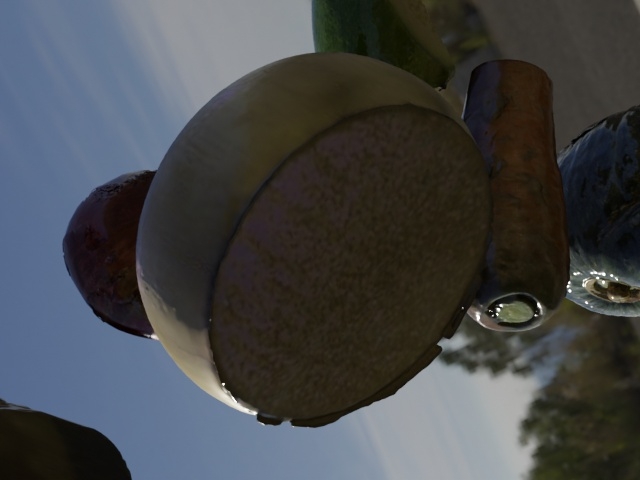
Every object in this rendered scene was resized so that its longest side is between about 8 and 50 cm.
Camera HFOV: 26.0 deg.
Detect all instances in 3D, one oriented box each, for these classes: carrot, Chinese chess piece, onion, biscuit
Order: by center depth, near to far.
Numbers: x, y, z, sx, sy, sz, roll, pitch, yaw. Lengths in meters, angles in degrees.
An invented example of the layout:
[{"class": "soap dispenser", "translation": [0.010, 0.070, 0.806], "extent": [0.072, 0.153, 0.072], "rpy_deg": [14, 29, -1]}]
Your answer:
[{"class": "Chinese chess piece", "translation": [0.000, 0.000, 0.992], "extent": [0.112, 0.270, 0.270], "rpy_deg": [37, 164, 43]}, {"class": "onion", "translation": [-0.136, 0.002, 1.253], "extent": [0.184, 0.147, 0.184], "rpy_deg": [22, -139, -21]}, {"class": "biscuit", "translation": [-0.287, 0.279, 1.436], "extent": [0.335, 0.078, 0.329], "rpy_deg": [48, -160, 26]}, {"class": "carrot", "translation": [0.207, -0.047, 1.510], "extent": [0.139, 0.138, 0.302], "rpy_deg": [58, -144, -55]}]

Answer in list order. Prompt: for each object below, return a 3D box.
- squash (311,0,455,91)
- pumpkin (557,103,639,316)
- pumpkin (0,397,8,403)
[{"class": "squash", "translation": [0.069, -0.328, 1.670], "extent": [0.111, 0.203, 0.289], "rpy_deg": [-50, -30, -57]}, {"class": "pumpkin", "translation": [0.442, -0.037, 1.842], "extent": [0.291, 0.327, 0.258], "rpy_deg": [22, -110, -29]}, {"class": "pumpkin", "translation": [-0.513, 0.316, 1.886], "extent": [0.248, 0.248, 0.248], "rpy_deg": [-25, -90, -85]}]
